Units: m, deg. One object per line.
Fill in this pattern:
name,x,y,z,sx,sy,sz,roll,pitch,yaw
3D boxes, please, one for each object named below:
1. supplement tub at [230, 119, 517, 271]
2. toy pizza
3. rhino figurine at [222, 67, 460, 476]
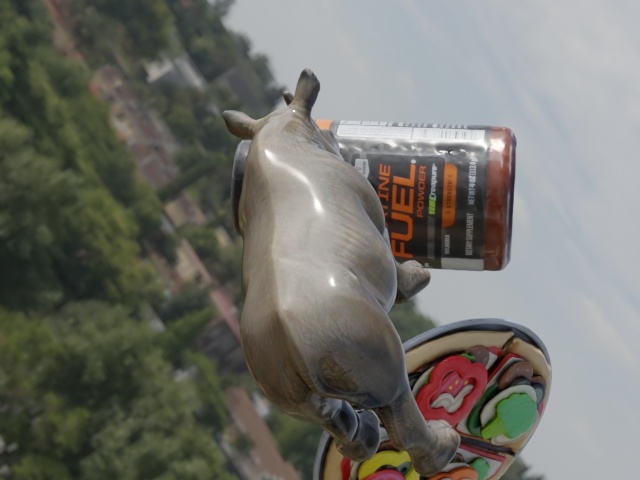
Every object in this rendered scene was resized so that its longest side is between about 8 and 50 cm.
supplement tub,0.039,-0.033,1.082,0.106,0.198,0.106,2,90,-83
toy pizza,0.087,0.142,1.092,0.032,0.201,0.201,49,-5,44
rhino figurine,0.000,0.000,0.734,0.106,0.073,0.243,46,23,-38
